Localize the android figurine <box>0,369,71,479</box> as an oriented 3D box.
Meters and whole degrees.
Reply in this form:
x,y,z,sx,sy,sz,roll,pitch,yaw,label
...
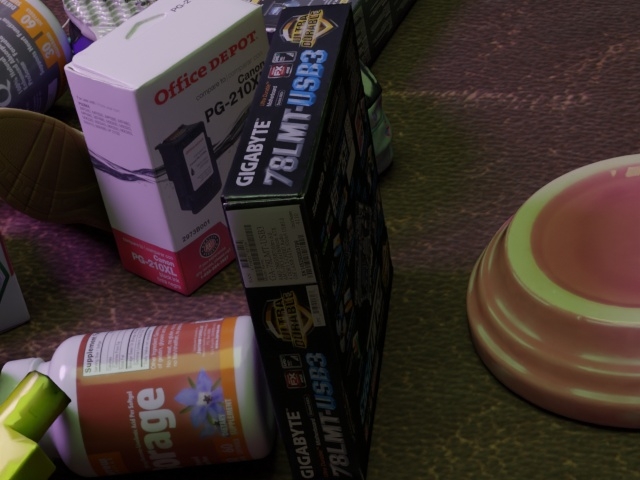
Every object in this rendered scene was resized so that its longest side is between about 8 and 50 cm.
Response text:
x,y,z,sx,sy,sz,roll,pitch,yaw,label
-0.322,0.201,1.407,0.248,0.056,0.273,24,67,28,android figurine

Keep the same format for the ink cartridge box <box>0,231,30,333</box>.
x,y,z,sx,sy,sz,roll,pitch,yaw,label
-0.354,-0.001,1.738,0.072,0.127,0.175,-23,37,-15,ink cartridge box

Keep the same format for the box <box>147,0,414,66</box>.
x,y,z,sx,sy,sz,roll,pitch,yaw,label
-0.049,-0.315,2.120,0.318,0.097,0.395,4,38,24,box

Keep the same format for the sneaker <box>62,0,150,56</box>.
x,y,z,sx,sy,sz,roll,pitch,yaw,label
-0.199,-0.154,1.897,0.102,0.146,0.293,-10,38,-11,sneaker

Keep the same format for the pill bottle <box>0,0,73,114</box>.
x,y,z,sx,sy,sz,roll,pitch,yaw,label
-0.402,-0.148,1.927,0.162,0.162,0.278,10,41,28,pill bottle

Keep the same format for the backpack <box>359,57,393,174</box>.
x,y,z,sx,sy,sz,roll,pitch,yaw,label
-0.003,-0.132,1.836,0.152,0.115,0.182,-39,43,-16,backpack

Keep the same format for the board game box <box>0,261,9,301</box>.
x,y,z,sx,sy,sz,roll,pitch,yaw,label
-0.413,0.147,1.547,0.213,0.046,0.317,1,54,16,board game box

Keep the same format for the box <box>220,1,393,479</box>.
x,y,z,sx,sy,sz,roll,pitch,yaw,label
0.000,0.000,1.497,0.073,0.293,0.295,-2,37,11,box

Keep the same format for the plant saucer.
x,y,z,sx,sy,sz,roll,pitch,yaw,label
0.288,0.025,1.563,0.332,0.084,0.332,-8,35,5,plant saucer

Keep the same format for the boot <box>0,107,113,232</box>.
x,y,z,sx,sy,sz,roll,pitch,yaw,label
-0.296,-0.084,1.771,0.203,0.095,0.262,22,2,40,boot

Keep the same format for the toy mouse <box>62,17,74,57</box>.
x,y,z,sx,sy,sz,roll,pitch,yaw,label
-0.318,-0.208,2.100,0.161,0.031,0.143,-27,38,-21,toy mouse

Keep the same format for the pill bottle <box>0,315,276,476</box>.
x,y,z,sx,sy,sz,roll,pitch,yaw,label
-0.152,0.134,1.501,0.216,0.121,0.121,-7,35,6,pill bottle

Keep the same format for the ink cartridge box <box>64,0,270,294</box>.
x,y,z,sx,sy,sz,roll,pitch,yaw,label
-0.125,-0.098,1.714,0.100,0.237,0.172,21,47,37,ink cartridge box
